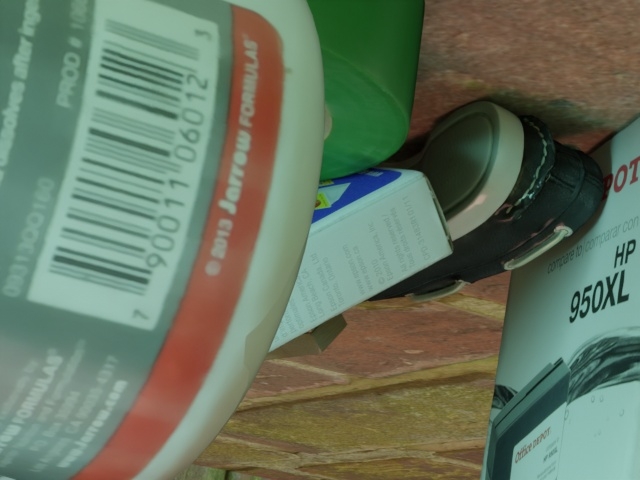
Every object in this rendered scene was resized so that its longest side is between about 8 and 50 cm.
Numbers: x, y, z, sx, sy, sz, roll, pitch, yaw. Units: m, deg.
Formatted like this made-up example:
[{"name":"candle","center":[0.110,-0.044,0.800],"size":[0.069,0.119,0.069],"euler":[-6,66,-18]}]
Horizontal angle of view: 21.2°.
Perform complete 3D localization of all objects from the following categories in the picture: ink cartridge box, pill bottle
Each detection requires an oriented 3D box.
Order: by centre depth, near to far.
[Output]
[{"name":"pill bottle","center":[-0.199,-0.049,0.552],"size":[0.362,0.210,0.210],"euler":[16,164,-26]},{"name":"ink cartridge box","center":[-0.117,0.036,1.062],"size":[0.307,0.072,0.303],"euler":[-29,-164,-18]},{"name":"ink cartridge box","center":[0.219,0.141,1.098],"size":[0.166,0.395,0.285],"euler":[13,165,-10]}]

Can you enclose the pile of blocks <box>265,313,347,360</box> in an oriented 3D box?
[{"name":"pile of blocks","center":[-0.102,0.020,1.327],"size":[0.112,0.149,0.362],"euler":[-11,171,42]}]

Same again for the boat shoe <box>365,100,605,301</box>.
[{"name":"boat shoe","center":[0.074,-0.006,1.165],"size":[0.091,0.114,0.302],"euler":[20,163,-22]}]

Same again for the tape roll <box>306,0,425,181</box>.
[{"name":"tape roll","center":[-0.107,-0.112,0.924],"size":[0.321,0.077,0.321],"euler":[8,166,2]}]
